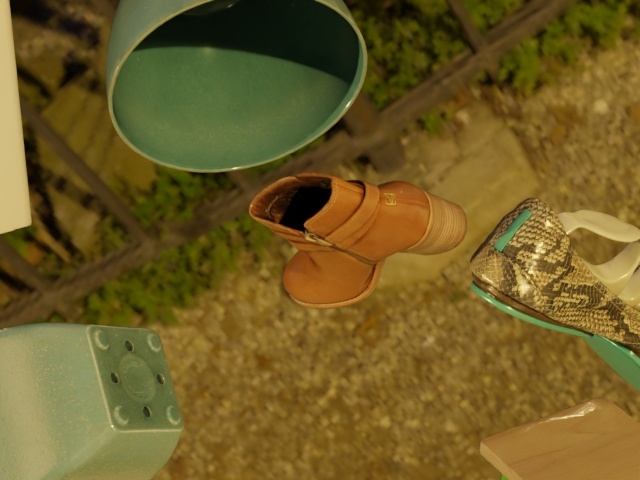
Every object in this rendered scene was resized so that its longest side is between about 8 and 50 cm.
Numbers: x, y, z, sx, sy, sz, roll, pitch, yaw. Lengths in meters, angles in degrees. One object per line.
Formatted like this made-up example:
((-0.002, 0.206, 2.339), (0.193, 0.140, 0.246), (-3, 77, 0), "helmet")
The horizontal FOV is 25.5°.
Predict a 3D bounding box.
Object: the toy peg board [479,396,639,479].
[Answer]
((0.264, 0.246, 1.387), (0.161, 0.079, 0.161), (-15, 33, -27), "toy peg board")

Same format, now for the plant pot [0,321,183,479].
((-0.331, 0.228, 1.881), (0.252, 0.248, 0.247), (-27, 70, 29), "plant pot")

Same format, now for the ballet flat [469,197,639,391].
((0.377, 0.070, 1.845), (0.164, 0.483, 0.182), (37, 95, 44), "ballet flat")

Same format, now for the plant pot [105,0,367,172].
((-0.112, -0.244, 1.605), (0.290, 0.290, 0.195), (-27, 55, 14), "plant pot")

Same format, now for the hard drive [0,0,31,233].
((-0.351, -0.170, 1.245), (0.047, 0.233, 0.353), (-1, 99, 23), "hard drive")

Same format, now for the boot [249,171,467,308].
((0.000, 0.000, 1.622), (0.283, 0.220, 0.109), (-16, 70, 44), "boot")
